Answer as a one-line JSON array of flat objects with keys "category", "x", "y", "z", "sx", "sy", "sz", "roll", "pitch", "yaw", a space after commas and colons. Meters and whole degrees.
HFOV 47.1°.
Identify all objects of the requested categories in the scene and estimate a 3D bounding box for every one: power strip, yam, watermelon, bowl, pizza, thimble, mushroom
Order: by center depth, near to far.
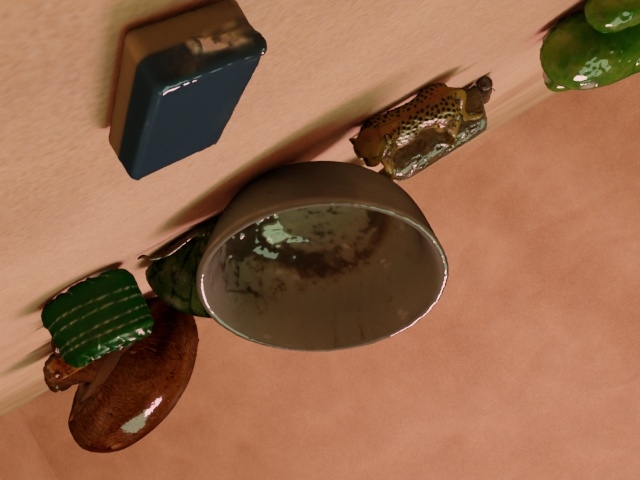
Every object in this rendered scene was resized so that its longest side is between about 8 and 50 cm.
[{"category": "power strip", "x": -0.068, "y": -0.070, "z": 0.353, "sx": 0.056, "sy": 0.032, "sz": 0.123, "roll": -30, "pitch": 178, "yaw": -23}, {"category": "bowl", "x": 0.000, "y": 0.000, "z": 0.881, "sx": 0.289, "sy": 0.146, "sz": 0.289, "roll": -2, "pitch": 140, "yaw": -1}, {"category": "thimble", "x": -0.268, "y": 0.095, "z": 0.885, "sx": 0.118, "sy": 0.090, "sz": 0.130, "roll": -27, "pitch": 176, "yaw": -18}, {"category": "watermelon", "x": -0.132, "y": 0.041, "z": 1.021, "sx": 0.204, "sy": 0.127, "sz": 0.232, "roll": -26, "pitch": 172, "yaw": -14}, {"category": "yam", "x": 0.170, "y": -0.158, "z": 1.109, "sx": 0.179, "sy": 0.078, "sz": 0.078, "roll": -31, "pitch": 178, "yaw": 6}, {"category": "yam", "x": 0.263, "y": -0.237, "z": 1.184, "sx": 0.029, "sy": 0.027, "sz": 0.234, "roll": -57, "pitch": 174, "yaw": 9}, {"category": "pizza", "x": -0.417, "y": 0.183, "z": 1.309, "sx": 0.154, "sy": 0.069, "sz": 0.194, "roll": -30, "pitch": 177, "yaw": -32}, {"category": "mushroom", "x": -0.380, "y": 0.264, "z": 1.500, "sx": 0.345, "sy": 0.345, "sz": 0.239, "roll": -31, "pitch": 141, "yaw": 22}]

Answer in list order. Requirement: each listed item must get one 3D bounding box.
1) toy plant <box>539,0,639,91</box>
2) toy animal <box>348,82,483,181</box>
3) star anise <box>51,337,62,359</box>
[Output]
[{"category": "toy plant", "x": 0.432, "y": -0.280, "z": 0.982, "sx": 0.316, "sy": 0.184, "sz": 0.224, "roll": -12, "pitch": 167, "yaw": -21}, {"category": "toy animal", "x": 0.118, "y": -0.139, "z": 0.880, "sx": 0.181, "sy": 0.073, "sz": 0.136, "roll": -26, "pitch": 167, "yaw": -1}, {"category": "star anise", "x": -0.332, "y": 0.129, "z": 1.018, "sx": 0.097, "sy": 0.070, "sz": 0.191, "roll": -27, "pitch": -163, "yaw": -19}]
